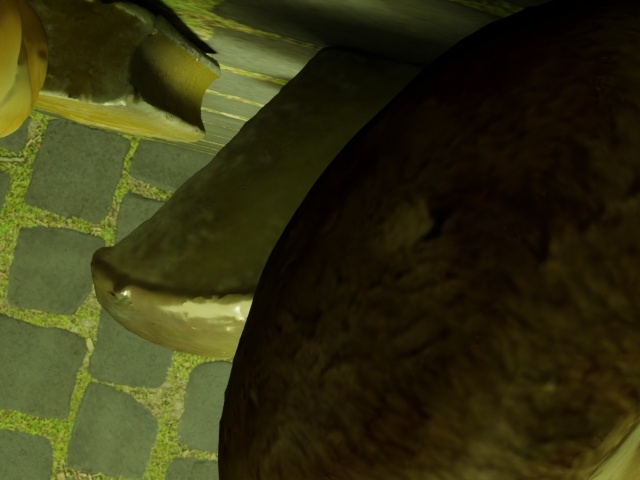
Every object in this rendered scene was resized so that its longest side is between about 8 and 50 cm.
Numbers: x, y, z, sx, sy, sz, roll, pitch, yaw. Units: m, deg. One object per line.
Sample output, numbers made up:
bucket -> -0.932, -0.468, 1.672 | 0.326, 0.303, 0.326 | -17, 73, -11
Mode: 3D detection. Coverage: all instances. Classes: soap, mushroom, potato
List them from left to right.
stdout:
soap -> -0.172, -0.133, 0.872 | 0.160, 0.080, 0.257 | 14, 180, 8
potato -> 0.021, 0.026, 0.742 | 0.189, 0.264, 0.211 | 31, 150, 27
mushroom -> 0.088, 0.040, 0.505 | 0.345, 0.345, 0.239 | 13, -150, -43

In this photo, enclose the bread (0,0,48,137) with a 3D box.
bread -> -0.257, -0.129, 0.573 | 0.173, 0.121, 0.311 | 17, -179, 13
